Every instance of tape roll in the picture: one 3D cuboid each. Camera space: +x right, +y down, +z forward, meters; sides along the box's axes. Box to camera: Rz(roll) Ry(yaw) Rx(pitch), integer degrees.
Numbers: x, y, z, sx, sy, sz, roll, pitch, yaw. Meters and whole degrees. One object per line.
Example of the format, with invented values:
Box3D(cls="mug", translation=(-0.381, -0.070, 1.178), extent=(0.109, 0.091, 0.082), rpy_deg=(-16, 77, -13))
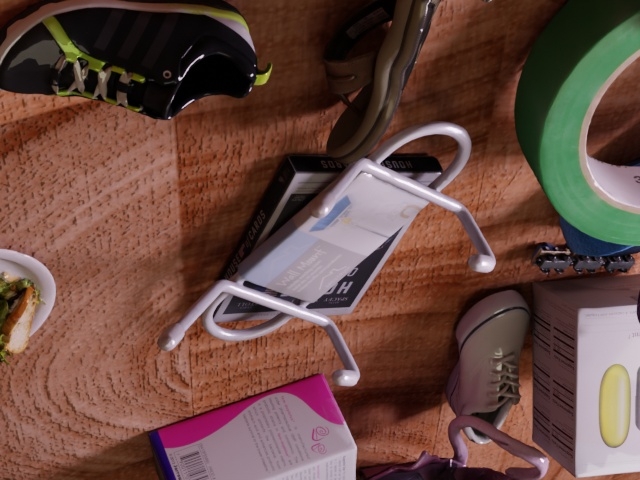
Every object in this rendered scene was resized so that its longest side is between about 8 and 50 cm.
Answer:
Box3D(cls="tape roll", translation=(0.354, -0.139, 1.676), extent=(0.321, 0.077, 0.321), rpy_deg=(-10, 132, -11))

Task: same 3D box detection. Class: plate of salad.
Box3D(cls="plate of salad", translation=(-0.346, 0.078, 1.611), extent=(0.200, 0.048, 0.200), rpy_deg=(-18, 148, -12))

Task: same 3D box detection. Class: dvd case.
Box3D(cls="dvd case", translation=(0.000, 0.000, 1.753), extent=(0.179, 0.029, 0.239), rpy_deg=(-2, 141, -32))

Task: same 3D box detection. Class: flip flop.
Box3D(cls="flip flop", translation=(0.046, -0.169, 1.484), extent=(0.080, 0.112, 0.277), rpy_deg=(23, 151, 0))

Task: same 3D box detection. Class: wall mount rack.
Box3D(cls="wall mount rack", translation=(0.000, 0.023, 1.637), extent=(0.350, 0.130, 0.304), rpy_deg=(-42, 144, 23))

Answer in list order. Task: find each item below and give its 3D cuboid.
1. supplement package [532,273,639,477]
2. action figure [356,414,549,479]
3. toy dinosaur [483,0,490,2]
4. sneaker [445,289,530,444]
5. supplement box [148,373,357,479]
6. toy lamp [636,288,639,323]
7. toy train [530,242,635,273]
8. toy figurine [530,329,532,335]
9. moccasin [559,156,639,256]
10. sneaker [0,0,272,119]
Box3D(cls="supplement package", translation=(0.363, 0.154, 1.999), extent=(0.194, 0.149, 0.203), rpy_deg=(-4, 102, -13))
Box3D(cls="action figure", translation=(0.133, 0.324, 2.183), extent=(0.276, 0.248, 0.370), rpy_deg=(-57, 170, 1))
Box3D(cls="toy dinosaur", translation=(0.136, -0.260, 1.465), extent=(0.183, 0.053, 0.093), rpy_deg=(8, 120, -52))
Box3D(cls="sneaker", translation=(0.216, 0.158, 2.070), extent=(0.094, 0.091, 0.258), rpy_deg=(-16, 147, -14))
Box3D(cls="supplement box", translation=(-0.078, 0.259, 1.998), extent=(0.220, 0.111, 0.114), rpy_deg=(-18, 148, -10))
Box3D(cls="toy lamp", translation=(0.424, 0.029, 1.914), extent=(0.274, 0.080, 0.080), rpy_deg=(-38, 167, -50))
Box3D(cls="toy train", translation=(0.305, 0.019, 1.985), extent=(0.158, 0.036, 0.027), rpy_deg=(0, 136, -37))
Box3D(cls="toy figurine", translation=(0.373, 0.106, 2.120), extent=(0.173, 0.130, 0.159), rpy_deg=(36, 102, -28))
Box3D(cls="moccasin", translation=(0.429, -0.075, 1.868), extent=(0.342, 0.138, 0.117), rpy_deg=(-14, 177, 15))
Box3D(cls="sneaker", translation=(-0.151, -0.144, 1.375), extent=(0.234, 0.097, 0.084), rpy_deg=(-11, 145, -22))
